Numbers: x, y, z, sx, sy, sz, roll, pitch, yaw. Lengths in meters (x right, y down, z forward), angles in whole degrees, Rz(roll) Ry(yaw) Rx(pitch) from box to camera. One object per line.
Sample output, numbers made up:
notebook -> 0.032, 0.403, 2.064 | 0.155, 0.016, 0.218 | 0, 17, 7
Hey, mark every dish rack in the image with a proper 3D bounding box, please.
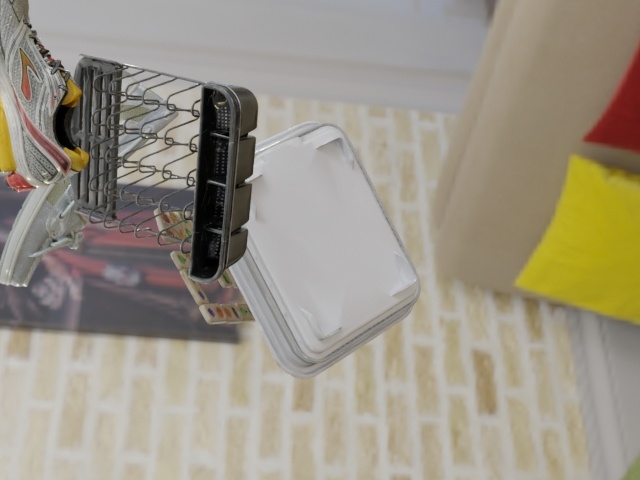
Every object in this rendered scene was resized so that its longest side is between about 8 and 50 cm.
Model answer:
dish rack -> 0.000, 0.000, 1.673 | 0.072, 0.285, 0.332 | -25, 93, 55
dish rack -> -0.187, -0.088, 1.252 | 0.074, 0.272, 0.208 | -21, -58, -55

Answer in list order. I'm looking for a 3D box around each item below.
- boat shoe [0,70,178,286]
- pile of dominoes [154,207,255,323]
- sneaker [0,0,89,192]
boat shoe -> -0.310, -0.069, 1.524 | 0.320, 0.103, 0.118 | -58, 10, -11
pile of dominoes -> -0.146, 0.029, 1.736 | 0.196, 0.040, 0.251 | 59, -165, 12
sneaker -> -0.287, -0.166, 1.185 | 0.088, 0.093, 0.225 | -58, -41, -79
